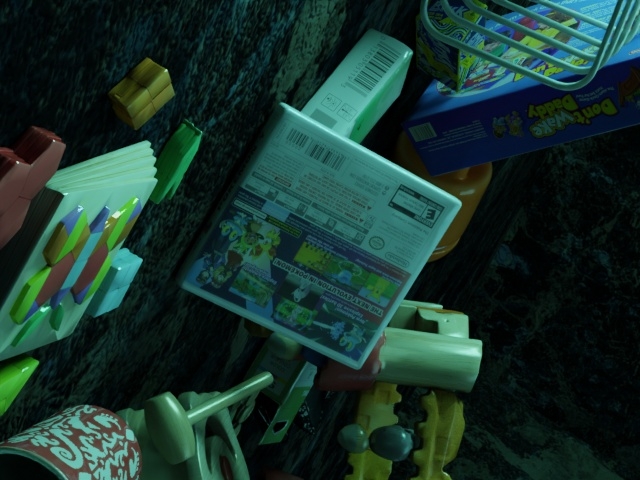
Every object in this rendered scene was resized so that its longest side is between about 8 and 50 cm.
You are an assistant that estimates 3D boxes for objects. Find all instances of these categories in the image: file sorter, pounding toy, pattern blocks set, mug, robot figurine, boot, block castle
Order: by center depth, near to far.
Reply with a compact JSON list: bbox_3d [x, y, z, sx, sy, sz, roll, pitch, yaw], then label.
[{"bbox_3d":[-0.171,0.010,1.123,0.285,0.026,0.325,-62,169,27],"label":"pattern blocks set"},{"bbox_3d":[-0.223,0.190,1.297,0.169,0.150,0.113,-37,122,-74],"label":"mug"},{"bbox_3d":[-0.098,0.215,1.583,0.155,0.154,0.269,-16,173,7],"label":"pounding toy"},{"bbox_3d":[0.236,-0.276,1.649,0.278,0.193,0.173,-39,150,-62],"label":"file sorter"},{"bbox_3d":[0.010,0.204,1.791,0.453,0.213,0.303,-176,-85,-83],"label":"block castle"},{"bbox_3d":[0.131,-0.059,2.089,0.219,0.128,0.158,113,-25,-45],"label":"robot figurine"},{"bbox_3d":[0.013,0.146,2.235,0.207,0.094,0.246,-53,176,-44],"label":"boot"}]

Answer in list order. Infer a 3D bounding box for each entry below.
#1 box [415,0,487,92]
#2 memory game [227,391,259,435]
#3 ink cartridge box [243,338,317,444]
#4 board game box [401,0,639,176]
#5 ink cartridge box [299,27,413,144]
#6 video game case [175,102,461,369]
[{"bbox_3d":[0.140,-0.218,1.822,0.054,0.059,0.169,-56,170,-8],"label":"box"},{"bbox_3d":[-0.127,0.249,2.124,0.186,0.012,0.186,-54,170,-14],"label":"memory game"},{"bbox_3d":[-0.034,0.144,2.074,0.209,0.062,0.109,-60,168,2],"label":"ink cartridge box"},{"bbox_3d":[0.289,-0.201,1.904,0.347,0.078,0.233,-13,-152,38],"label":"board game box"},{"bbox_3d":[0.006,-0.077,1.639,0.181,0.056,0.224,-52,167,-26],"label":"ink cartridge box"},{"bbox_3d":[0.000,0.000,1.503,0.183,0.201,0.023,-59,-152,8],"label":"video game case"}]
